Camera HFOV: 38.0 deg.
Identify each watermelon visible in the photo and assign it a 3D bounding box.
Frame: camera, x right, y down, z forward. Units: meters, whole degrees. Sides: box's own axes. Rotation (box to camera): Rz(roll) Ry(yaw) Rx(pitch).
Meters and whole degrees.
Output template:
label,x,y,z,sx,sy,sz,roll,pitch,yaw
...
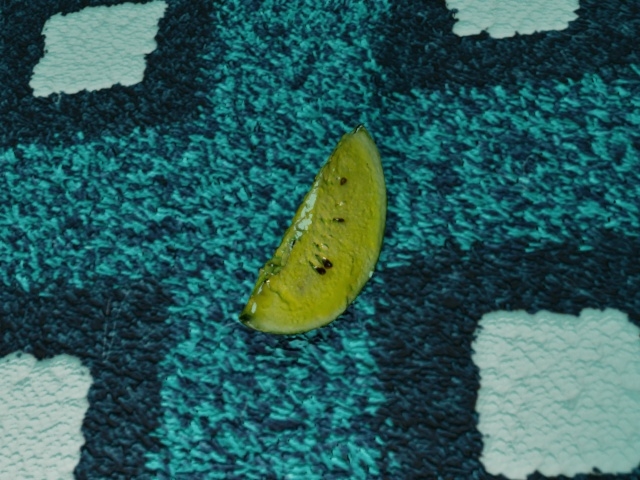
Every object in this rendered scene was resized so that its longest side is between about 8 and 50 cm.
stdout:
label,x,y,z,sx,sy,sz,roll,pitch,yaw
watermelon,0.000,0.000,1.137,0.123,0.129,0.301,16,65,25
